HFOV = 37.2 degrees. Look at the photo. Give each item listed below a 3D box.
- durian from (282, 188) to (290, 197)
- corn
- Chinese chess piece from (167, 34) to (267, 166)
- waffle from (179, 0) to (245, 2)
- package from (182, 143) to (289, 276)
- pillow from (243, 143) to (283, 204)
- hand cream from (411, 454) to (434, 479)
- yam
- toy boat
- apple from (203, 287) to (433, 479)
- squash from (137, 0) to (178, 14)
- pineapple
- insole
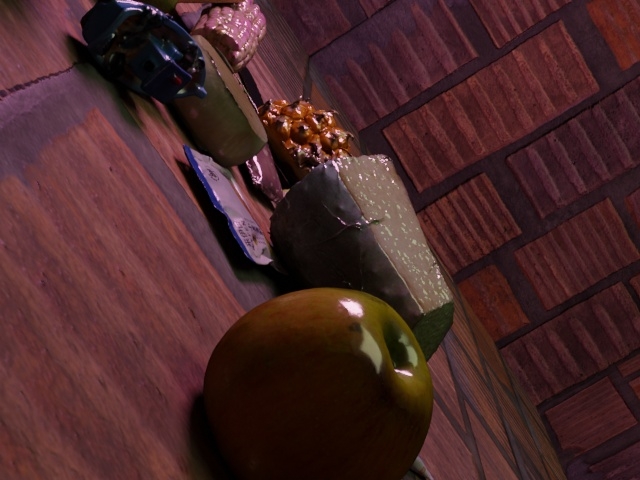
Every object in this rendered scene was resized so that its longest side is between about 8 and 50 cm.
[{"bbox_3d":[0.000,0.000,1.538,0.100,0.086,0.215,-6,55,-41],"label":"durian"},{"bbox_3d":[-0.157,-0.341,1.609,0.127,0.126,0.335,55,13,-20],"label":"corn"},{"bbox_3d":[-0.149,-0.191,1.316,0.188,0.083,0.188,57,7,-11],"label":"Chinese chess piece"},{"bbox_3d":[-0.197,-0.430,1.610,0.102,0.148,0.042,-97,-174,-64],"label":"waffle"},{"bbox_3d":[-0.104,-0.034,1.196,0.171,0.027,0.173,60,6,14],"label":"package"},{"bbox_3d":[-0.100,-0.134,1.469,0.185,0.043,0.118,64,9,28],"label":"pillow"},{"bbox_3d":[0.112,0.279,1.310,0.216,0.038,0.052,54,33,-53],"label":"hand cream"},{"bbox_3d":[0.060,0.045,1.280,0.202,0.201,0.271,-6,54,-52],"label":"yam"},{"bbox_3d":[-0.188,-0.209,1.105,0.097,0.100,0.223,52,10,19],"label":"toy boat"},{"bbox_3d":[0.002,0.132,0.804,0.196,0.196,0.196,55,10,-16],"label":"apple"},{"bbox_3d":[-0.254,-0.376,1.258,0.187,0.123,0.123,57,9,-33],"label":"squash"},{"bbox_3d":[0.004,-0.152,1.633,0.250,0.140,0.164,58,-12,-5],"label":"pineapple"},{"bbox_3d":[-0.117,-0.248,1.831,0.119,0.009,0.348,50,13,-45],"label":"insole"}]
